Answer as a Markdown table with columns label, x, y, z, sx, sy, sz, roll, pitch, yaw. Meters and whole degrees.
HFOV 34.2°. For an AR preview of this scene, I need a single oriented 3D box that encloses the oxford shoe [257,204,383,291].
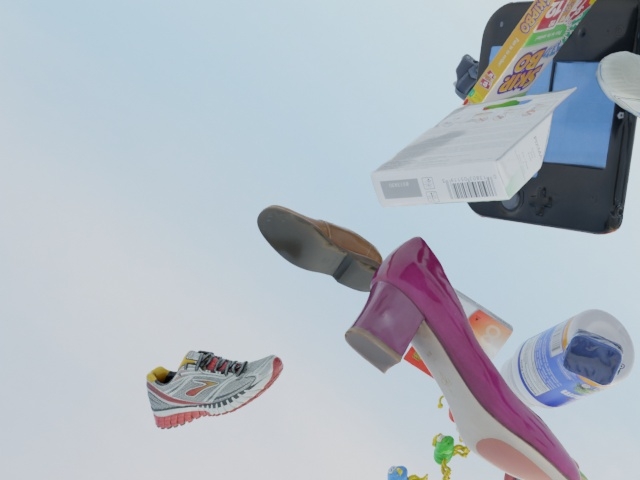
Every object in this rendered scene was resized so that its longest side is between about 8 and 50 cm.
| label | x | y | z | sx | sy | sz | roll | pitch | yaw |
| --- | --- | --- | --- | --- | --- | --- | --- | --- | --- |
| oxford shoe | 0.000 | 0.000 | 1.514 | 0.212 | 0.076 | 0.076 | 29 | -142 | -22 |

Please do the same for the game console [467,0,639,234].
| label | x | y | z | sx | sy | sz | roll | pitch | yaw |
| --- | --- | --- | --- | --- | --- | --- | --- | --- | --- |
| game console | 0.392 | -0.218 | 1.780 | 0.060 | 0.387 | 0.342 | 4 | -175 | -35 |

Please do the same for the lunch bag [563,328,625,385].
| label | x | y | z | sx | sy | sz | roll | pitch | yaw |
| --- | --- | --- | --- | --- | --- | --- | --- | --- | --- |
| lunch bag | 0.449 | 0.189 | 1.702 | 0.098 | 0.067 | 0.065 | 25 | -165 | 12 |

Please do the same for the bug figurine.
| label | x | y | z | sx | sy | sz | roll | pitch | yaw |
| --- | --- | --- | --- | --- | --- | --- | --- | --- | --- |
| bug figurine | 0.197 | 0.399 | 1.905 | 0.072 | 0.216 | 0.279 | 31 | -123 | 25 |

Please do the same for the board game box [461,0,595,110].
| label | x | y | z | sx | sy | sz | roll | pitch | yaw |
| --- | --- | --- | --- | --- | --- | --- | --- | --- | --- |
| board game box | 0.327 | -0.298 | 1.631 | 0.124 | 0.259 | 0.039 | -8 | -127 | -50 |

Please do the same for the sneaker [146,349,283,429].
| label | x | y | z | sx | sy | sz | roll | pitch | yaw |
| --- | --- | --- | --- | --- | --- | --- | --- | --- | --- |
| sneaker | -0.156 | 0.198 | 1.469 | 0.093 | 0.225 | 0.088 | 69 | -157 | -6 |

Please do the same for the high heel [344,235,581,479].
| label | x | y | z | sx | sy | sz | roll | pitch | yaw |
| --- | --- | --- | --- | --- | --- | --- | --- | --- | --- |
| high heel | 0.218 | 0.161 | 1.356 | 0.377 | 0.127 | 0.181 | 41 | -119 | -10 |

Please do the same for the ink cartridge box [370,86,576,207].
| label | x | y | z | sx | sy | sz | roll | pitch | yaw |
| --- | --- | --- | --- | --- | --- | --- | --- | --- | --- |
| ink cartridge box | 0.195 | -0.113 | 1.270 | 0.224 | 0.181 | 0.056 | -37 | -65 | -44 |

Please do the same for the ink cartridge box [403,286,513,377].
| label | x | y | z | sx | sy | sz | roll | pitch | yaw |
| --- | --- | --- | --- | --- | --- | --- | --- | --- | --- |
| ink cartridge box | 0.266 | 0.202 | 2.031 | 0.145 | 0.179 | 0.045 | 33 | -169 | 1 |

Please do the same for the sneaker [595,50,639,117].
| label | x | y | z | sx | sy | sz | roll | pitch | yaw |
| --- | --- | --- | --- | --- | --- | --- | --- | --- | --- |
| sneaker | 0.520 | -0.204 | 1.558 | 0.237 | 0.085 | 0.086 | 37 | -171 | 8 |

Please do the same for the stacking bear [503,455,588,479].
| label | x | y | z | sx | sy | sz | roll | pitch | yaw |
| --- | --- | --- | --- | --- | --- | --- | --- | --- | --- |
| stacking bear | 0.517 | 0.557 | 2.186 | 0.164 | 0.175 | 0.289 | 40 | 179 | -20 |

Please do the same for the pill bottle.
| label | x | y | z | sx | sy | sz | roll | pitch | yaw |
| --- | --- | --- | --- | --- | --- | --- | --- | --- | --- |
| pill bottle | 0.477 | 0.247 | 2.065 | 0.152 | 0.272 | 0.152 | 11 | -117 | -22 |

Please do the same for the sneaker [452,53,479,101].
| label | x | y | z | sx | sy | sz | roll | pitch | yaw |
| --- | --- | --- | --- | --- | --- | --- | --- | --- | --- |
| sneaker | 0.393 | -0.364 | 2.269 | 0.226 | 0.086 | 0.163 | -35 | -118 | -20 |
